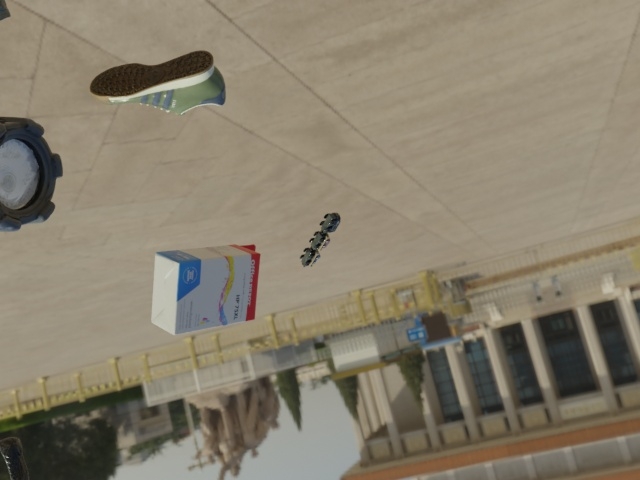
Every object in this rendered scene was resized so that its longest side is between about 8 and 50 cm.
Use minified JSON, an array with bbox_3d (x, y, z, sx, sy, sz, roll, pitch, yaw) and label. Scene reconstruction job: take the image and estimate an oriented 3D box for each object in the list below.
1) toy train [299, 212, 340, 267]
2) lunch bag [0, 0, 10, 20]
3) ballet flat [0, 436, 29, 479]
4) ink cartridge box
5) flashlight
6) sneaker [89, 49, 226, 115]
[{"bbox_3d":[0.000,0.000,1.358,0.036,0.027,0.158,-15,151,-36],"label":"toy train"},{"bbox_3d":[-0.665,-0.449,1.108,0.287,0.235,0.169,17,-138,32],"label":"lunch bag"},{"bbox_3d":[-0.760,0.574,1.765,0.049,0.173,0.057,-10,178,-1],"label":"ballet flat"},{"bbox_3d":[-0.190,0.084,1.308,0.078,0.134,0.231,17,-164,42],"label":"ink cartridge box"},{"bbox_3d":[-0.391,-0.065,0.662,0.304,0.103,0.103,3,-160,23],"label":"flashlight"},{"bbox_3d":[-0.222,-0.205,1.002,0.192,0.064,0.086,-7,147,17],"label":"sneaker"}]
